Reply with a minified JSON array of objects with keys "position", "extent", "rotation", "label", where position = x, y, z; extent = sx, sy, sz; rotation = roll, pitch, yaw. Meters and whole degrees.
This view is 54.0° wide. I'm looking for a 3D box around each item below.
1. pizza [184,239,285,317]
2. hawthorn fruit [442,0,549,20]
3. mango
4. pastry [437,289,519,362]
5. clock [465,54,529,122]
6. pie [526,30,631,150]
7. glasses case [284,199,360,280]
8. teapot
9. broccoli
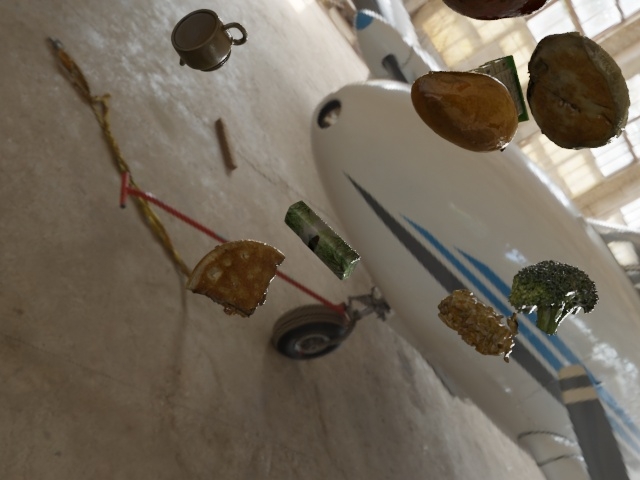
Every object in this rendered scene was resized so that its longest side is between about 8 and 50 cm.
[{"position":[-0.289,0.133,2.238],"extent":[0.409,0.114,0.277],"rotation":[-26,102,-34],"label":"pizza"},{"position":[0.431,-0.736,1.470],"extent":[0.403,0.403,0.402],"rotation":[48,22,-27],"label":"hawthorn fruit"},{"position":[0.279,-0.257,1.212],"extent":[0.228,0.147,0.109],"rotation":[24,3,-12],"label":"mango"},{"position":[0.462,0.240,1.806],"extent":[0.154,0.102,0.250],"rotation":[-17,40,-35],"label":"pastry"},{"position":[0.522,-0.440,1.976],"extent":[0.255,0.106,0.219],"rotation":[-29,107,-36],"label":"clock"},{"position":[0.667,-0.390,1.657],"extent":[0.339,0.077,0.339],"rotation":[47,-25,30],"label":"pie"},{"position":[0.000,0.000,1.957],"extent":[0.062,0.095,0.272],"rotation":[-28,63,-40],"label":"glasses case"},{"position":[-0.366,-0.650,2.097],"extent":[0.175,0.268,0.185],"rotation":[50,29,-60],"label":"teapot"},{"position":[0.558,0.133,1.508],"extent":[0.226,0.198,0.176],"rotation":[-82,175,-65],"label":"broccoli"}]
